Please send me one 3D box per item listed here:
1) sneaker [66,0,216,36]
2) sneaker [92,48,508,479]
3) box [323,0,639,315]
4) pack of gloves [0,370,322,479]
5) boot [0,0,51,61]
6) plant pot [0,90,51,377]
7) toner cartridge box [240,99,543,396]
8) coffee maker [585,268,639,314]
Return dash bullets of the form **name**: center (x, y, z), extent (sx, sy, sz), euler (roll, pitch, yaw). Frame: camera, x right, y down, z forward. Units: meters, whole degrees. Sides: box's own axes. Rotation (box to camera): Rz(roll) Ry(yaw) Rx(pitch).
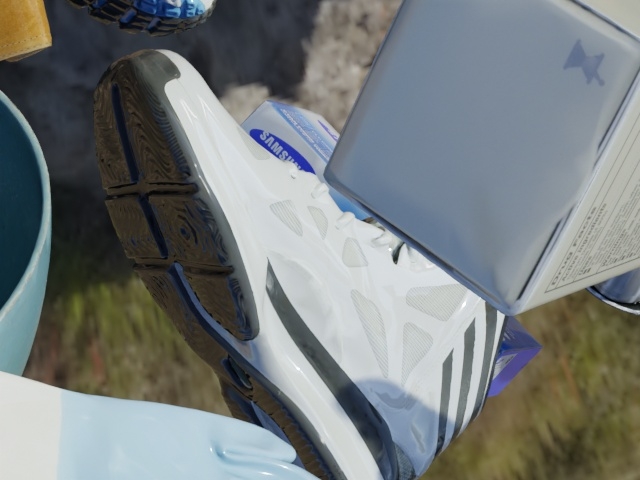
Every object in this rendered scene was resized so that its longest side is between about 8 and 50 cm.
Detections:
- **sneaker**: center (-0.121, -0.170, 0.884), extent (0.190, 0.083, 0.071), euler (35, 154, -5)
- **sneaker**: center (0.000, 0.000, 1.615), extent (0.257, 0.169, 0.447), euler (-37, 111, -27)
- **box**: center (0.151, -0.074, 0.975), extent (0.311, 0.121, 0.148), euler (-13, 134, -57)
- **pack of gloves**: center (-0.086, 0.153, 0.738), extent (0.232, 0.195, 0.046), euler (15, 144, -31)
- **boot**: center (-0.218, -0.231, 1.292), extent (0.295, 0.104, 0.211), euler (-22, 92, 34)
- **plant pot**: center (-0.277, 0.054, 0.986), extent (0.290, 0.290, 0.195), euler (-7, 136, -8)
- **toner cartridge box**: center (0.063, 0.009, 1.924), extent (0.075, 0.348, 0.165), euler (-46, 165, 12)
- **coffee maker**: center (0.349, -0.037, 2.010), extent (0.120, 0.171, 0.178), euler (12, 148, -8)
